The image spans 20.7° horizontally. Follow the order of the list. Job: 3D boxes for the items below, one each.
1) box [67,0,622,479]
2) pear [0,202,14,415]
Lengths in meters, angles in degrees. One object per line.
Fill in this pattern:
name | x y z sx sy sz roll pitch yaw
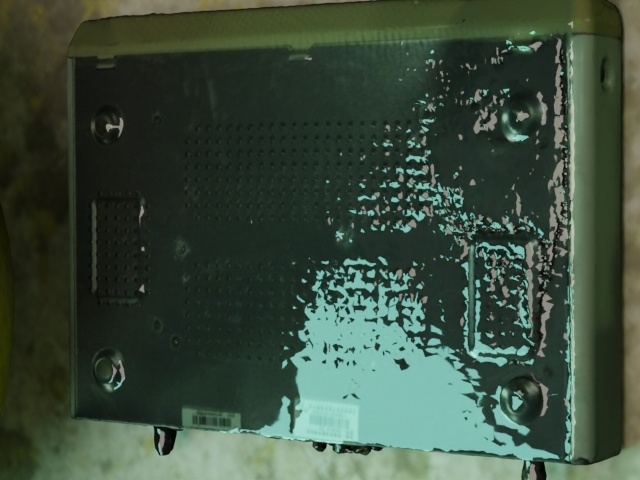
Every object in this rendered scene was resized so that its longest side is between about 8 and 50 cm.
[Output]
box | 0.000 0.000 0.768 0.270 0.045 0.211 3 93 32
pear | -0.315 0.037 0.785 0.362 0.362 0.418 5 89 31
